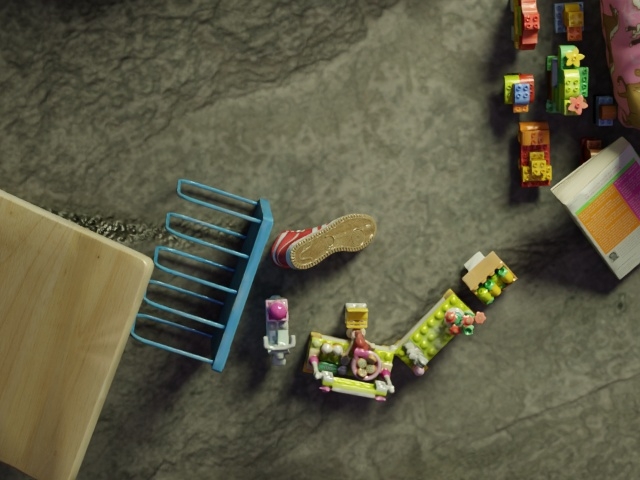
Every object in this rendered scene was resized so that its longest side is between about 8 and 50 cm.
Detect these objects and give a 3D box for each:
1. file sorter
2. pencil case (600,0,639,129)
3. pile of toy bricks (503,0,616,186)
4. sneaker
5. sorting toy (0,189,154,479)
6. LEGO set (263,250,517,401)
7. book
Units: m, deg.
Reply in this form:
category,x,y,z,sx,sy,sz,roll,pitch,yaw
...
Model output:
category,x,y,z,sx,sy,sz,roll,pitch,yaw
file sorter,-0.126,0.031,1.673,0.104,0.118,0.170,18,99,-8
pencil case,0.359,-0.298,1.620,0.167,0.160,0.386,-9,101,-2
pile of toy bricks,0.256,-0.158,1.668,0.118,0.105,0.212,-4,102,-3
sneaker,0.000,0.000,1.721,0.118,0.067,0.042,-21,101,-30
sorting toy,-0.317,0.087,1.657,0.255,0.089,0.257,24,99,13
LEGO set,0.083,0.105,1.708,0.287,0.107,0.132,-11,102,-1
book,0.324,-0.033,1.706,0.096,0.035,0.144,-39,127,3
